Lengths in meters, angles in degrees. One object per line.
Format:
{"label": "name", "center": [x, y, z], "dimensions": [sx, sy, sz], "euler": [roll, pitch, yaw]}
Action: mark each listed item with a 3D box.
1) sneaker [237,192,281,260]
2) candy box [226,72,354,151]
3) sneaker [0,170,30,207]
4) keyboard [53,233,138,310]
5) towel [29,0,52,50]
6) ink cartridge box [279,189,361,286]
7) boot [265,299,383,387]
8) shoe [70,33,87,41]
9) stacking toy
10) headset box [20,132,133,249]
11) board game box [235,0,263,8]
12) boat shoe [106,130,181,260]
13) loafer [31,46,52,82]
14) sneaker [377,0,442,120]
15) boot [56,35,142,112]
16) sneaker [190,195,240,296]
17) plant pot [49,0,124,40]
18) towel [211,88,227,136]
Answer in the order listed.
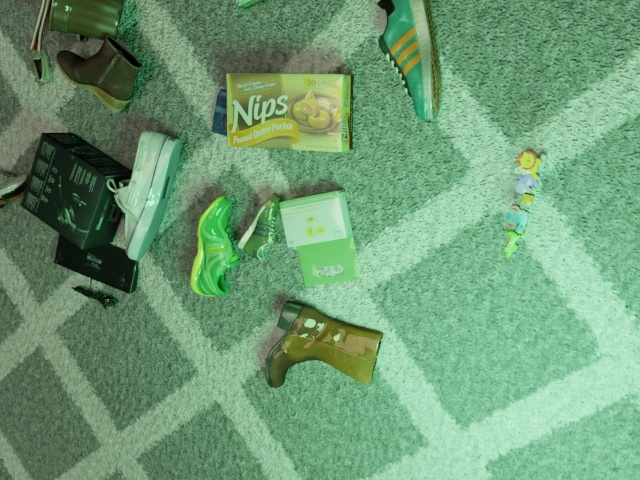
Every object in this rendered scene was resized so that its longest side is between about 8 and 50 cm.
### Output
{"label": "sneaker", "center": [-0.139, -0.029, 1.617], "dimensions": [0.086, 0.064, 0.192], "euler": [39, 114, 6]}
{"label": "candy box", "center": [-0.078, -0.320, 1.517], "dimensions": [0.316, 0.087, 0.183], "euler": [7, 103, 22]}
{"label": "sneaker", "center": [-1.022, -0.185, 1.957], "dimensions": [0.262, 0.099, 0.121], "euler": [-17, 88, 24]}
{"label": "keyboard", "center": [-0.703, 0.096, 1.903], "dimensions": [0.317, 0.033, 0.202], "euler": [19, 100, 20]}
{"label": "towel", "center": [-0.735, -0.645, 1.667], "dimensions": [0.031, 0.275, 0.199], "euler": [16, 118, -24]}
{"label": "ink cartridge box", "center": [0.000, 0.000, 1.564], "dimensions": [0.171, 0.056, 0.235], "euler": [-9, 94, 24]}
{"label": "boot", "center": [0.008, 0.317, 1.621], "dimensions": [0.280, 0.096, 0.264], "euler": [20, 100, 12]}
{"label": "shoe", "center": [-0.670, -0.656, 1.731], "dimensions": [0.081, 0.063, 0.178], "euler": [42, 118, 10]}
{"label": "stacking toy", "center": [0.425, -0.085, 1.298], "dimensions": [0.052, 0.167, 0.221], "euler": [17, 107, 20]}
{"label": "headset box", "center": [-0.709, -0.145, 1.804], "dimensions": [0.283, 0.131, 0.246], "euler": [31, 110, 16]}
{"label": "board game box", "center": [-0.090, -0.722, 1.471], "dimensions": [0.317, 0.046, 0.214], "euler": [-14, 95, 26]}
{"label": "boat shoe", "center": [-0.514, -0.132, 1.699], "dimensions": [0.156, 0.136, 0.367], "euler": [20, 105, 1]}
{"label": "loafer", "center": [-0.845, -0.536, 1.840], "dimensions": [0.045, 0.039, 0.125], "euler": [-18, 92, 26]}
{"label": "sneaker", "center": [0.198, -0.413, 1.375], "dimensions": [0.121, 0.108, 0.302], "euler": [-7, 89, 25]}
{"label": "boot", "center": [-0.610, -0.494, 1.690], "dimensions": [0.248, 0.090, 0.207], "euler": [41, 135, -3]}
{"label": "sneaker", "center": [-0.273, 0.017, 1.670], "dimensions": [0.123, 0.109, 0.296], "euler": [15, 111, 9]}
{"label": "plant pot", "center": [-0.622, -0.618, 1.640], "dimensions": [0.165, 0.167, 0.167], "euler": [13, 110, -21]}
{"label": "towel", "center": [-0.253, -0.338, 1.624], "dimensions": [0.067, 0.029, 0.120], "euler": [19, 107, 20]}
